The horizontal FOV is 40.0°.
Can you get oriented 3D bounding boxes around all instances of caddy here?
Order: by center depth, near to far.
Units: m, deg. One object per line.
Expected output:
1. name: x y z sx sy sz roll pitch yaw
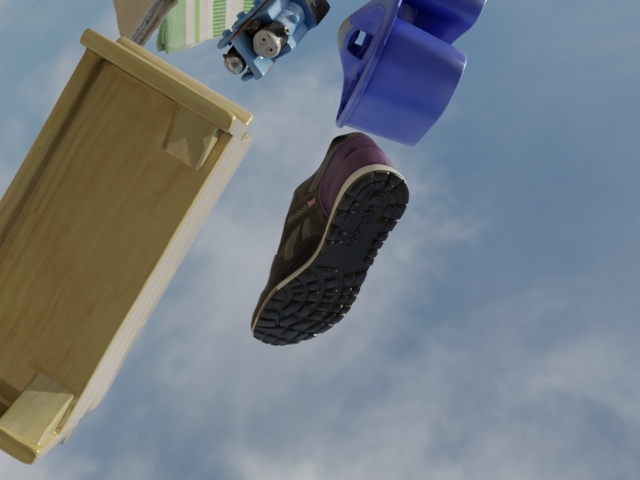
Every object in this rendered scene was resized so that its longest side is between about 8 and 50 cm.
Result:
1. caddy: 0.112 -0.289 1.340 0.341 0.179 0.241 128 -18 -74

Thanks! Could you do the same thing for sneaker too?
1. sneaker: 0.000 0.000 1.059 0.283 0.107 0.124 -55 -143 25

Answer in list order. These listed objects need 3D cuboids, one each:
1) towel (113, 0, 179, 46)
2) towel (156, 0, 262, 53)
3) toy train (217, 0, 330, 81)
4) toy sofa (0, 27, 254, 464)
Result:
1. towel: -0.300 -0.471 1.507 0.282 0.049 0.187 -29 -108 56
2. towel: -0.186 -0.512 1.711 0.038 0.248 0.325 34 -136 29
3. toy train: -0.063 -0.284 1.172 0.105 0.080 0.184 -21 -154 38
4. toy sofa: -0.214 0.003 0.809 0.362 0.150 0.177 -59 180 4
